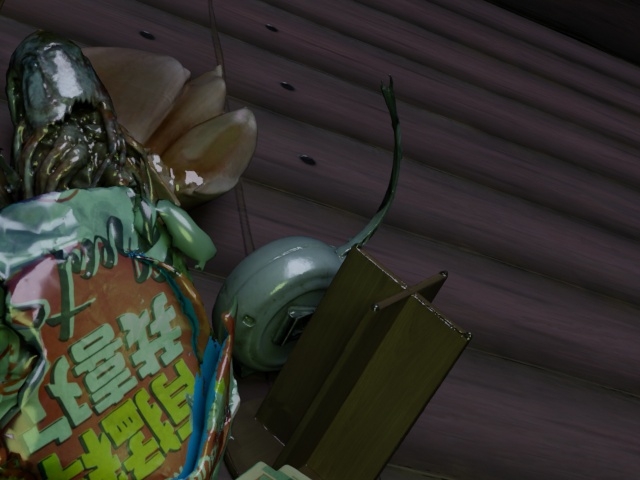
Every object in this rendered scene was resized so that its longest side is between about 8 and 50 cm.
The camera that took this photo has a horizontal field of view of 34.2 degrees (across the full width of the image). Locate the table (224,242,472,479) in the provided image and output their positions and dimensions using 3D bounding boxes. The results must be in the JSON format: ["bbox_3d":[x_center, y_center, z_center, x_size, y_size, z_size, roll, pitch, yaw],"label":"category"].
[{"bbox_3d":[0.031,0.127,0.942,0.167,0.227,0.167,23,28,-13],"label":"table"}]

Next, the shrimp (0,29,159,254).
[{"bbox_3d":[-0.242,-0.040,1.005,0.172,0.137,0.372,-8,62,-39],"label":"shrimp"}]

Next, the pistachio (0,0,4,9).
[{"bbox_3d":[-0.492,-0.350,1.344,0.157,0.157,0.229,1,31,-41],"label":"pistachio"}]

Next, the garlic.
[{"bbox_3d":[-0.223,-0.128,1.243,0.279,0.132,0.325,26,30,-6],"label":"garlic"}]

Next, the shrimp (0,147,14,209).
[{"bbox_3d":[-0.378,-0.065,0.963,0.272,0.085,0.445,51,9,-30],"label":"shrimp"}]

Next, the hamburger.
[{"bbox_3d":[-0.192,0.097,0.851,0.260,0.150,0.276,1,74,-39],"label":"hamburger"}]

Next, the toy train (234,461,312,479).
[{"bbox_3d":[-0.051,0.257,0.817,0.125,0.081,0.194,29,28,23],"label":"toy train"}]

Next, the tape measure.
[{"bbox_3d":[0.001,0.001,1.018,0.164,0.330,0.084,-8,42,-46],"label":"tape measure"}]
